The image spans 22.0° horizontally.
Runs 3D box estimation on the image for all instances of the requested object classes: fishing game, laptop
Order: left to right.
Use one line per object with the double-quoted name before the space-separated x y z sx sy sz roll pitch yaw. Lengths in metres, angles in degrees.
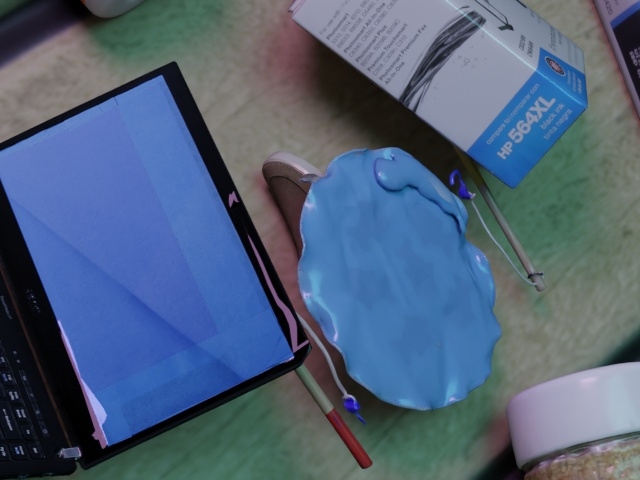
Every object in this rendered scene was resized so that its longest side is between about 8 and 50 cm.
"laptop" -0.177 0.007 0.964 0.264 0.136 0.234 5 50 -48
"fishing game" 0.048 0.027 1.113 0.189 0.041 0.264 55 45 -9

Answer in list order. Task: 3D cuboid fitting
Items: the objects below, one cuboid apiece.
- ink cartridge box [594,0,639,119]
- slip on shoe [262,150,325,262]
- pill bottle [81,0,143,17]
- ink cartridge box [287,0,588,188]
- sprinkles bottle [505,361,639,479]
"ink cartridge box" 0.360 -0.243 1.413 0.307 0.072 0.304 -13 75 -28
"slip on shoe" 0.000 0.000 1.142 0.041 0.051 0.135 -40 98 -33
"pill bottle" -0.175 -0.271 1.123 0.121 0.121 0.221 -39 90 -33
"ink cartridge box" 0.089 -0.150 1.189 0.203 0.086 0.148 37 23 -9
"sprinkles bottle" 0.222 0.265 1.100 0.121 0.121 0.355 -4 72 -28
